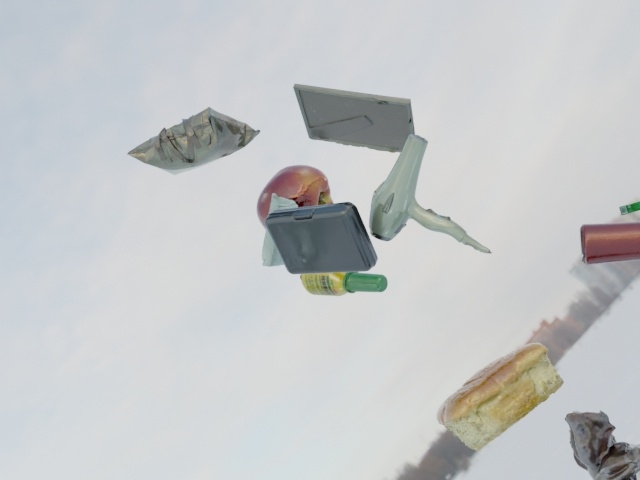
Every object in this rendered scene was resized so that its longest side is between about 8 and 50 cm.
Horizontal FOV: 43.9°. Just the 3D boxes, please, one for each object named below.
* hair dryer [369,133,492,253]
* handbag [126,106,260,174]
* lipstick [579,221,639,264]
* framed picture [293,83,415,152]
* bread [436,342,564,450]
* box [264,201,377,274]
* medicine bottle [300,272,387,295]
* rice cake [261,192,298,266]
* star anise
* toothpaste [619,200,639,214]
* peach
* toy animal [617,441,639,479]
[{"bbox_3d":[0.232,-0.099,1.629,0.092,0.267,0.229,-30,-55,-64],"label":"hair dryer"},{"bbox_3d":[-0.295,-0.224,1.820,0.270,0.117,0.182,-18,-16,22],"label":"handbag"},{"bbox_3d":[0.595,-0.001,1.433,0.080,0.241,0.080,-4,-90,-74],"label":"lipstick"},{"bbox_3d":[0.085,-0.279,1.857,0.209,0.281,0.019,72,-146,-60],"label":"framed picture"},{"bbox_3d":[0.339,0.296,1.508,0.245,0.121,0.174,-31,-19,-11],"label":"bread"},{"bbox_3d":[0.000,0.000,1.691,0.050,0.230,0.160,-50,-55,-42],"label":"box"},{"bbox_3d":[0.074,0.128,2.499,0.076,0.308,0.111,-49,-53,-40],"label":"medicine bottle"},{"bbox_3d":[-0.112,-0.023,2.177,0.069,0.063,0.207,-3,-64,-38],"label":"rice cake"},{"bbox_3d":[0.520,0.384,1.425,0.110,0.198,0.257,-35,-32,-5],"label":"star anise"},{"bbox_3d":[0.691,-0.075,1.717,0.083,0.020,0.017,-18,0,23],"label":"toothpaste"},{"bbox_3d":[-0.080,-0.111,2.334,0.243,0.243,0.199,-50,-33,9],"label":"peach"},{"bbox_3d":[0.775,0.567,1.878,0.182,0.131,0.127,-77,-8,-61],"label":"toy animal"}]
